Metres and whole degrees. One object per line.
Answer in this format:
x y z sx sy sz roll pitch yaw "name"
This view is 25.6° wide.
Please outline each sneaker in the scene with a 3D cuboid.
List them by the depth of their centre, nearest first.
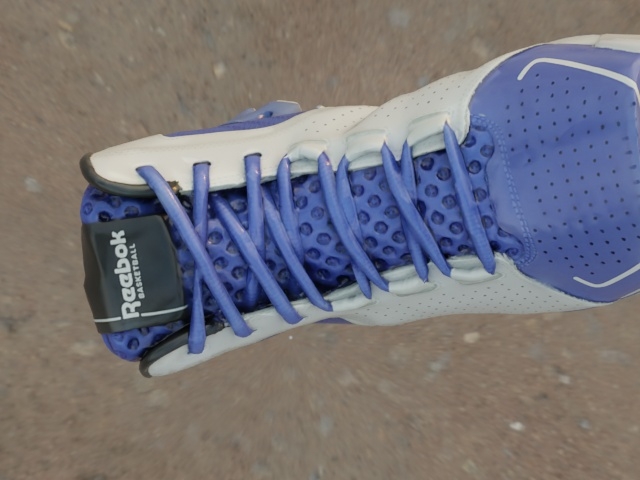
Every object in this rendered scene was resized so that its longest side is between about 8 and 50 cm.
-0.001 0.000 0.632 0.182 0.316 0.127 -24 103 -43 "sneaker"
